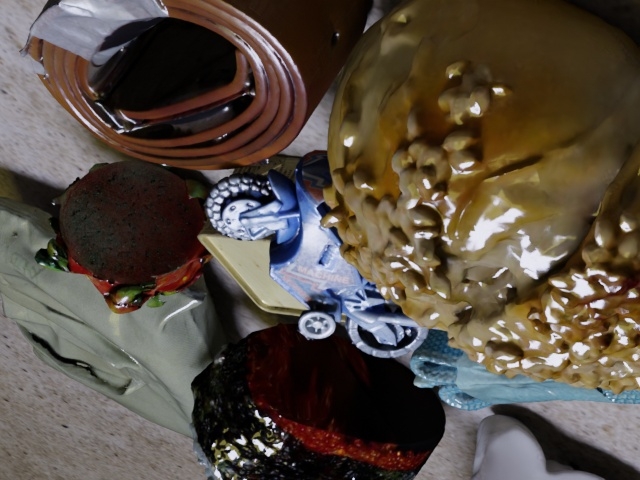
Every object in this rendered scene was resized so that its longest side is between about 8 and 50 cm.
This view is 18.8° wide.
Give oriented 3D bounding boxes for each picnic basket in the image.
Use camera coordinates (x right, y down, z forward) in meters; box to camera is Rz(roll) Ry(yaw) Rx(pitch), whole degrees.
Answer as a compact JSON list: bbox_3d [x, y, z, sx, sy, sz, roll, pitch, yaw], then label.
[{"bbox_3d":[0.000,0.000,1.493,0.164,0.079,0.115,7,148,37],"label":"picnic basket"}]

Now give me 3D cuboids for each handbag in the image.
[{"bbox_3d":[-0.185,0.080,1.818,0.253,0.109,0.316,23,157,21],"label":"handbag"}]

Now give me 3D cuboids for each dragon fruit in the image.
[{"bbox_3d":[-0.141,0.004,1.583,0.142,0.138,0.175,-4,160,13],"label":"dragon fruit"}]

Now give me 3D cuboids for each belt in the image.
[{"bbox_3d":[0.181,0.082,1.482,0.087,0.072,0.302,37,153,-30],"label":"belt"},{"bbox_3d":[-0.086,-0.136,1.281,0.184,0.105,0.261,42,153,-25],"label":"belt"}]

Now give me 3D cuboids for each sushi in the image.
[{"bbox_3d":[-0.005,0.164,1.720,0.225,0.136,0.126,18,135,-30],"label":"sushi"}]

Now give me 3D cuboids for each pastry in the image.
[{"bbox_3d":[0.140,-0.009,1.199,0.316,0.184,0.284,33,157,-13],"label":"pastry"}]

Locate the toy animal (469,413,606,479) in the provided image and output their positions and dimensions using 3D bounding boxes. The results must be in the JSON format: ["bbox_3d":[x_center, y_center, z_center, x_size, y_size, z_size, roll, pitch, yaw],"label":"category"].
[{"bbox_3d":[0.184,0.306,1.767,0.272,0.206,0.265,27,153,-5],"label":"toy animal"}]

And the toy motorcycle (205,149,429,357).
[{"bbox_3d":[0.020,0.005,1.350,0.114,0.076,0.205,-35,121,26],"label":"toy motorcycle"}]
